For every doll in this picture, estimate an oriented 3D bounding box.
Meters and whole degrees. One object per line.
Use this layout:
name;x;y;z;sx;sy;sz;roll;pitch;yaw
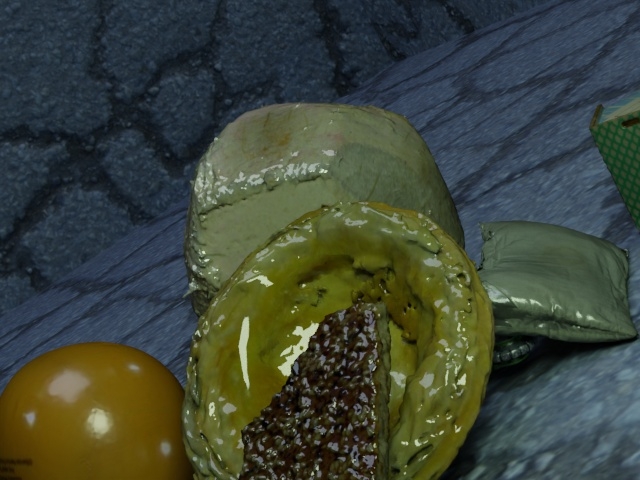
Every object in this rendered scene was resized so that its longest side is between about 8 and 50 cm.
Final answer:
doll;-0.182;0.182;1.281;0.236;0.214;0.213;-19;3;-35

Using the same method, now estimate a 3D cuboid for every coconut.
coconut;0.000;0.000;1.403;0.297;0.297;0.254;-26;22;12

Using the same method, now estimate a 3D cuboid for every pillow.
pillow;0.205;0.031;1.225;0.148;0.050;0.230;15;22;6

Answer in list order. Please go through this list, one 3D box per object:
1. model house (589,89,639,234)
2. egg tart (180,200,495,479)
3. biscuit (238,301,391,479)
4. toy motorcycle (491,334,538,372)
model house;0.356;-0.107;1.303;0.206;0.178;0.271;-32;14;-10
egg tart;0.018;0.109;1.105;0.288;0.118;0.288;-12;60;22
biscuit;-0.007;0.159;1.000;0.131;0.026;0.237;-20;52;31
toy motorcycle;0.102;0.104;1.215;0.190;0.074;0.106;-19;11;17
